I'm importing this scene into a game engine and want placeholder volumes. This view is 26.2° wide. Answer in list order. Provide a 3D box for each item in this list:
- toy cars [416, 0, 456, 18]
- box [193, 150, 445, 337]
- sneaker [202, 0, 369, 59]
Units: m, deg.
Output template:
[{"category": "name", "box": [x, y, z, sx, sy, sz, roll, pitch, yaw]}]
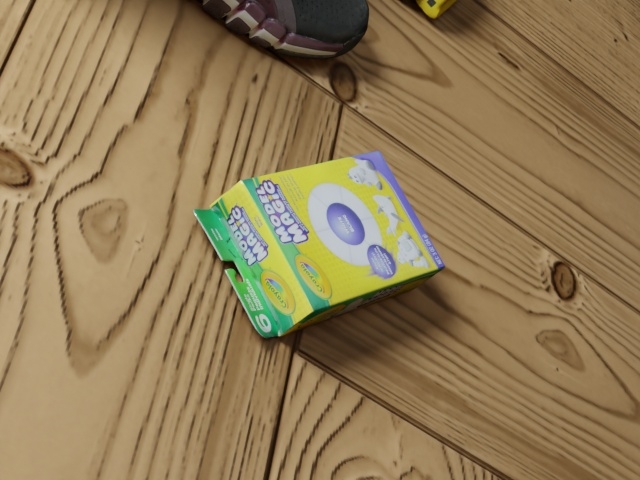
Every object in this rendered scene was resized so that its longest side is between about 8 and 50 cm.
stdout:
[{"category": "toy cars", "box": [0.057, -0.387, 1.263, 0.176, 0.087, 0.394, 11, 54, -40]}, {"category": "box", "box": [0.000, 0.000, 0.953, 0.179, 0.043, 0.105, -17, 74, -47]}, {"category": "sneaker", "box": [-0.044, -0.247, 0.999, 0.281, 0.162, 0.106, 26, 46, -28]}]
